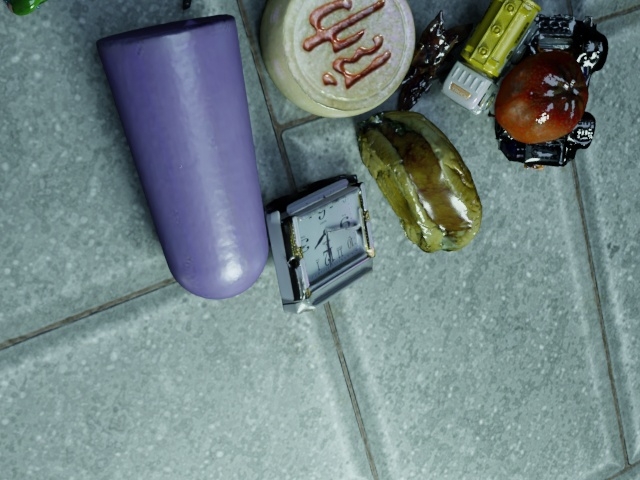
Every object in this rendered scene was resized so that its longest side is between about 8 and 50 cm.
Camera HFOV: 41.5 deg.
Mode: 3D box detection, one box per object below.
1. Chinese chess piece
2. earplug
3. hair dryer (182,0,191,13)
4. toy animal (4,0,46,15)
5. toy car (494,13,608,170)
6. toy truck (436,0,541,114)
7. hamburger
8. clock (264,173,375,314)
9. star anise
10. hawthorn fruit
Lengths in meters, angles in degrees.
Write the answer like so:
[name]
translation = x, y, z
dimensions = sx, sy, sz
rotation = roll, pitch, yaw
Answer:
[Chinese chess piece]
translation = 0.029, -0.347, 1.452
dimensions = 0.270, 0.112, 0.269
rotation = -5, 103, -22
[earplug]
translation = -0.197, -0.121, 1.356
dimensions = 0.215, 0.215, 0.455
rotation = -18, 111, -20
[hair dryer]
translation = -0.135, -0.474, 1.378
dimensions = 0.236, 0.091, 0.271
rotation = 36, 99, -14
[toy animal]
translation = -0.484, -0.417, 1.219
dimensions = 0.208, 0.100, 0.103
rotation = 63, 35, -33
[toy car]
translation = 0.434, -0.286, 1.637
dimensions = 0.193, 0.118, 0.301
rotation = 4, 103, -5
[toy truck]
translation = 0.305, -0.344, 1.530
dimensions = 0.098, 0.114, 0.226
rotation = 35, 106, 13
[hamburger]
translation = 0.188, -0.103, 1.517
dimensions = 0.132, 0.211, 0.308
rotation = -33, 113, -9
[clock]
translation = 0.000, 0.000, 1.487
dimensions = 0.253, 0.083, 0.186
rotation = -28, 114, -50
[star anise]
translation = 0.197, -0.337, 1.527
dimensions = 0.212, 0.053, 0.157
rotation = -45, 154, -9
[hawthorn fruit]
translation = 0.379, -0.249, 1.518
dimensions = 0.157, 0.194, 0.156
rotation = 10, 73, -36
